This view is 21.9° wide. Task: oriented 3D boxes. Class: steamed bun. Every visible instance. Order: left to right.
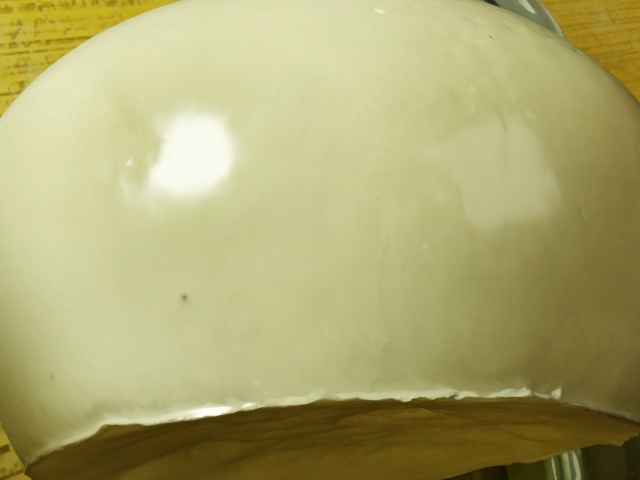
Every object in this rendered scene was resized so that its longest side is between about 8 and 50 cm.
[{"bbox_3d":[0.000,0.000,0.751,0.324,0.324,0.206,14,65,-47],"label":"steamed bun"}]

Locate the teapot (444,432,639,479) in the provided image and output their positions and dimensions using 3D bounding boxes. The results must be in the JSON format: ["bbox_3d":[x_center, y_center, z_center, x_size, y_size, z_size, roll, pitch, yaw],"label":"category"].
[{"bbox_3d":[0.190,0.106,0.998,0.239,0.239,0.321,2,69,-21],"label":"teapot"}]

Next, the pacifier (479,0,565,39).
[{"bbox_3d":[0.096,-0.251,1.176,0.279,0.207,0.227,18,34,-45],"label":"pacifier"}]
